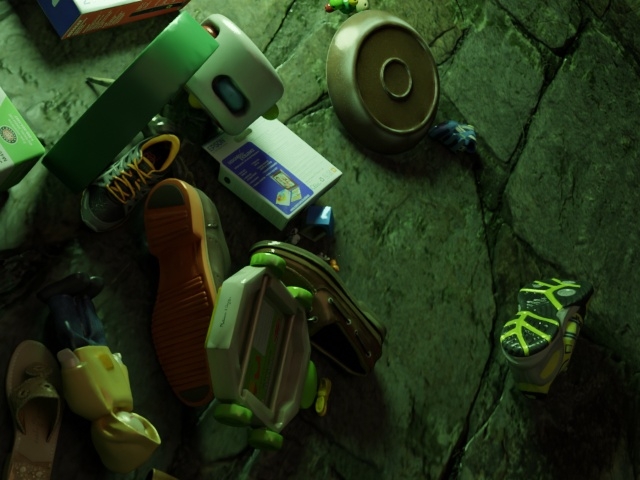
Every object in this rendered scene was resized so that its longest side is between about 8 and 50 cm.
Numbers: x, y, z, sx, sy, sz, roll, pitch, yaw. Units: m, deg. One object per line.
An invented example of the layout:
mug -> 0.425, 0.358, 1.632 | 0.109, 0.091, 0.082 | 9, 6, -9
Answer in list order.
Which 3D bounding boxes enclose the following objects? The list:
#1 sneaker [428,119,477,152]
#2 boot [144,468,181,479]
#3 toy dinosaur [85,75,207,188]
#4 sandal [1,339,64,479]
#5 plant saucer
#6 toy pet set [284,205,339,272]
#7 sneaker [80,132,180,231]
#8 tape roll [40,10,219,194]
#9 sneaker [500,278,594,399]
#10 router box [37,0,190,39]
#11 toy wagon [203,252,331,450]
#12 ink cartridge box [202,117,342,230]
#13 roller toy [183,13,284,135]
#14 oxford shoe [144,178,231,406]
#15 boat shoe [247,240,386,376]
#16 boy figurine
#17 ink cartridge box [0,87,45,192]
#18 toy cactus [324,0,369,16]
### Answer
sneaker -> 0.303, -0.232, 2.317 | 0.144, 0.053, 0.059 | 4, 65, -39
boot -> -0.139, 0.479, 1.455 | 0.280, 0.096, 0.264 | 25, 51, -28
toy dinosaur -> -0.275, -0.204, 1.778 | 0.268, 0.064, 0.118 | 51, 49, -1
sandal -> -0.379, 0.236, 1.398 | 0.088, 0.079, 0.240 | 19, 54, -33
plant saucer -> 0.148, -0.337, 2.165 | 0.311, 0.050, 0.310 | 4, 83, -37
toy pet set -> 0.000, 0.000, 1.893 | 0.122, 0.065, 0.114 | 30, 49, -26
sneaker -> -0.305, -0.102, 1.652 | 0.084, 0.083, 0.215 | 44, 61, -15
tape roll -> -0.291, -0.210, 1.572 | 0.077, 0.321, 0.321 | 44, 44, -13
sneaker -> 0.479, 0.195, 2.182 | 0.385, 0.145, 0.147 | -36, 122, -50
router box -> -0.417, -0.545, 1.839 | 0.301, 0.082, 0.335 | -31, 88, -47
toy wagon -> -0.076, 0.194, 1.632 | 0.344, 0.068, 0.267 | 54, 43, -54
ink cartridge box -> -0.091, -0.137, 1.896 | 0.208, 0.045, 0.206 | 41, 42, 6
roller toy -> -0.175, -0.288, 1.811 | 0.146, 0.191, 0.209 | -42, 79, -4
oxford shoe -> -0.186, 0.083, 1.637 | 0.133, 0.130, 0.363 | 17, 63, -57
boat shoe -> -0.006, 0.120, 1.781 | 0.307, 0.111, 0.104 | 37, 45, -19
boy figurine -> -0.314, 0.188, 1.447 | 0.285, 0.092, 0.177 | 65, 7, 19
ink cartridge box -> -0.560, -0.132, 1.433 | 0.198, 0.115, 0.273 | 55, 43, -1
toy cactus -> 0.090, -0.484, 2.264 | 0.219, 0.112, 0.180 | 17, 36, -31
